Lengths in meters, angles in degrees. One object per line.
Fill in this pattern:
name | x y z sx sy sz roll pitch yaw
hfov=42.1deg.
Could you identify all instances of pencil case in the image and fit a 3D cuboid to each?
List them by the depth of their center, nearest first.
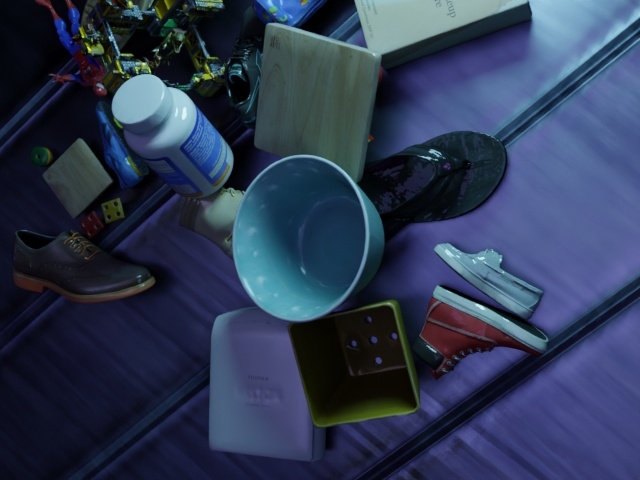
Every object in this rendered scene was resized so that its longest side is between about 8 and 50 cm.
pencil case | 0.000 -0.538 1.665 0.306 0.119 0.133 -39 54 5

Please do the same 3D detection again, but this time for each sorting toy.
sorting toy | 0.006 -0.277 1.640 0.255 0.089 0.257 23 120 28
sorting toy | -0.542 -0.134 1.906 0.132 0.046 0.274 -41 78 14

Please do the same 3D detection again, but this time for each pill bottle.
pill bottle | -0.294 -0.208 1.652 0.152 0.272 0.152 -9 62 17

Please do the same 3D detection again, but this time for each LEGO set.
LEGO set | -0.302 -0.428 1.682 0.192 0.331 0.255 -35 65 42

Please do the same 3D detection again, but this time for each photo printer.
photo printer | -0.109 0.294 1.741 0.256 0.107 0.307 3 92 18

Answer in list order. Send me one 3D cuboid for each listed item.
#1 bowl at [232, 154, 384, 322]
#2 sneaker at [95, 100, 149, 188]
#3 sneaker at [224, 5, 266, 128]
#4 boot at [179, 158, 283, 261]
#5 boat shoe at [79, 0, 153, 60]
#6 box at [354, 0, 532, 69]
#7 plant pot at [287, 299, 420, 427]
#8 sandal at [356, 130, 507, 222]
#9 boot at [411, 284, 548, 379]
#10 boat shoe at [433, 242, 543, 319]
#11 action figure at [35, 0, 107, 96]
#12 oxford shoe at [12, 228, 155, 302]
bowl | 0.000 0.000 1.598 0.311 0.163 0.311 -2 86 35
sneaker | -0.468 -0.214 1.870 0.082 0.069 0.209 -31 82 19
sneaker | -0.142 -0.372 1.730 0.101 0.106 0.267 -5 79 28
boot | -0.173 -0.098 1.767 0.203 0.095 0.262 32 103 16
boat shoe | -0.415 -0.548 1.829 0.121 0.110 0.341 29 96 4
box | 0.238 -0.456 1.613 0.311 0.121 0.148 -18 85 17
plant pot | 0.083 0.221 1.629 0.212 0.187 0.212 -13 95 17
sandal | 0.150 -0.106 1.653 0.445 0.107 0.167 -13 86 18
boot | 0.306 0.212 1.622 0.244 0.088 0.176 23 98 24
boat shoe | 0.330 0.061 1.620 0.227 0.079 0.081 35 92 9
action figure | -0.569 -0.447 1.868 0.091 0.139 0.280 -32 84 17
oxford shoe | -0.538 0.051 1.848 0.363 0.130 0.133 6 112 18
